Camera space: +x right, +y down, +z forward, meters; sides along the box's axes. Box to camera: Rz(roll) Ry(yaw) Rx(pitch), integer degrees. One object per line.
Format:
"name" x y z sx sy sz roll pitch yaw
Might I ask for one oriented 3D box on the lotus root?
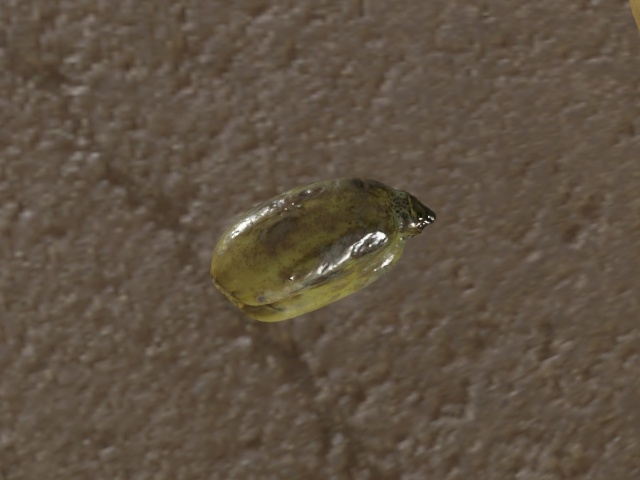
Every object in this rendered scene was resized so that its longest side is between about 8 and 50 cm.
"lotus root" 0.000 0.000 0.739 0.099 0.054 0.049 -22 60 3

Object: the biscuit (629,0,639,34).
"biscuit" 0.240 -0.076 0.498 0.274 0.213 0.091 -5 97 33
